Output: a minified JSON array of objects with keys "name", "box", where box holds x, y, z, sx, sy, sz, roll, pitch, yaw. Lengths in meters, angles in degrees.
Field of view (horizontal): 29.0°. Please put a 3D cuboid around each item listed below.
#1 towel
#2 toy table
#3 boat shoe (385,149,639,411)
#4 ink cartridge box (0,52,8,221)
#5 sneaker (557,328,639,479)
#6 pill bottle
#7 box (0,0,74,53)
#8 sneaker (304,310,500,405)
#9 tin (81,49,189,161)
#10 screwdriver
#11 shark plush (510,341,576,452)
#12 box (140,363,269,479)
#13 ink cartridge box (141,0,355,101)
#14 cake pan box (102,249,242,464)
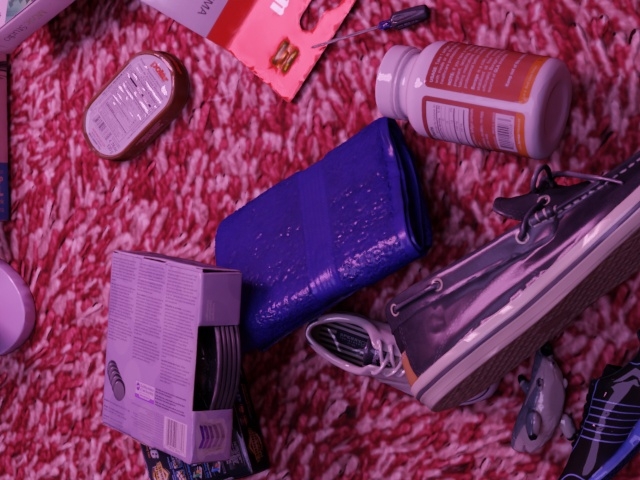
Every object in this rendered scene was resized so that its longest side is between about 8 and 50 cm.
[{"name":"towel","box":[0.000,0.000,1.586,0.308,0.076,0.228,-30,45,26]},{"name":"toy table","box":[-0.591,0.102,1.888,0.274,0.161,0.252,-1,91,27]},{"name":"boat shoe","box":[0.272,-0.006,1.398,0.500,0.186,0.156,-41,66,18]},{"name":"ink cartridge box","box":[-0.637,-0.224,1.898,0.285,0.166,0.395,1,93,28]},{"name":"sneaker","box":[0.338,0.207,1.440,0.090,0.081,0.232,45,104,23]},{"name":"pill bottle","box":[0.181,-0.174,1.485,0.216,0.121,0.121,15,98,27]},{"name":"box","box":[-0.419,-0.461,1.767,0.232,0.058,0.322,-29,66,31]},{"name":"sneaker","box":[0.096,0.152,1.557,0.258,0.091,0.094,11,97,28]},{"name":"tin","box":[-0.268,-0.192,1.776,0.189,0.040,0.106,-42,77,23]},{"name":"screwdriver","box":[0.064,-0.272,1.601,0.169,0.025,0.024,-14,85,30]},{"name":"shark plush","box":[0.256,0.178,1.496,0.067,0.073,0.161,1,97,58]},{"name":"box","box":[-0.180,0.236,1.731,0.175,0.051,0.220,-21,82,28]},{"name":"ink cartridge box","box":[-0.114,-0.418,1.655,0.385,0.091,0.308,42,110,22]},{"name":"cake pan box","box":[-0.197,0.144,1.612,0.266,0.070,0.246,7,96,55]}]
